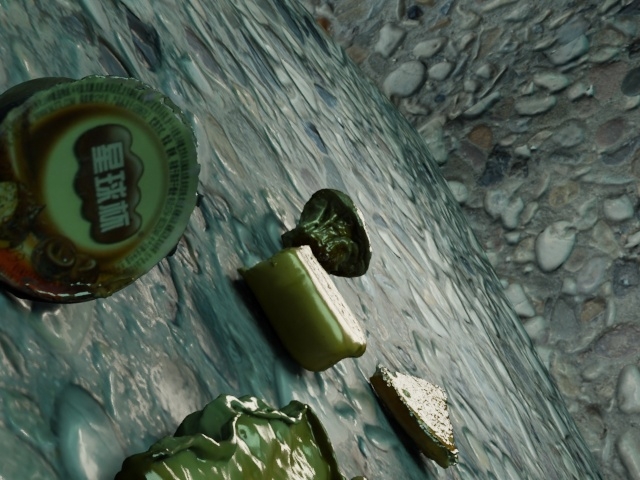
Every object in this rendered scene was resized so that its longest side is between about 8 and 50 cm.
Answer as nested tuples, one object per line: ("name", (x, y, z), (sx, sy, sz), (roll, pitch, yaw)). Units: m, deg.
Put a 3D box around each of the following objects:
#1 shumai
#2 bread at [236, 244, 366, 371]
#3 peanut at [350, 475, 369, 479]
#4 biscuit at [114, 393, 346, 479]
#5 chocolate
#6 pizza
("shumai", (0.001, -0.003, 1.596), (0.116, 0.145, 0.145), (-27, 82, -33))
("bread", (-0.021, 0.087, 1.344), (0.173, 0.085, 0.134), (58, 11, 8))
("peanut", (0.118, 0.361, 1.158), (0.298, 0.120, 0.136), (49, 12, -21))
("biscuit", (-0.062, 0.237, 0.926), (0.335, 0.078, 0.329), (44, 22, -41))
("chocolate", (-0.223, -0.058, 0.898), (0.147, 0.221, 0.221), (32, -8, 45))
("pizza", (0.150, 0.254, 1.616), (0.185, 0.052, 0.195), (52, 18, 10))
